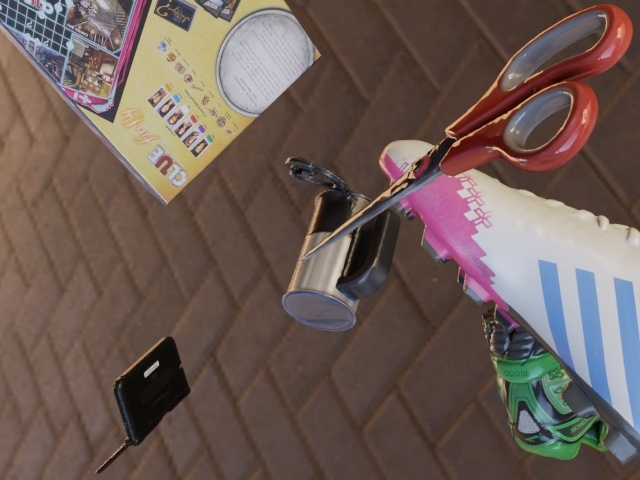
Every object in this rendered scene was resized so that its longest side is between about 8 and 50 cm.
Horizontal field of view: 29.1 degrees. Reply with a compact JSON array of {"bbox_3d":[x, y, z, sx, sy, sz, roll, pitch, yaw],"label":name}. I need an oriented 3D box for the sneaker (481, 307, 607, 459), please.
[{"bbox_3d":[0.264,0.119,1.192,0.134,0.343,0.146,-1,95,40],"label":"sneaker"}]

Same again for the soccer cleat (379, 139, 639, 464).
[{"bbox_3d":[0.191,0.021,0.956,0.143,0.116,0.331,-43,77,5],"label":"soccer cleat"}]

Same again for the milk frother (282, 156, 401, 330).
[{"bbox_3d":[0.000,0.000,1.318,0.129,0.143,0.135,-40,27,55],"label":"milk frother"}]

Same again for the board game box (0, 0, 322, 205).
[{"bbox_3d":[-0.123,-0.161,0.843,0.165,0.243,0.042,-44,40,-7],"label":"board game box"}]

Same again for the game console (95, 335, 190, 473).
[{"bbox_3d":[-0.199,0.175,1.319,0.071,0.122,0.107,-7,109,25],"label":"game console"}]

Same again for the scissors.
[{"bbox_3d":[0.082,-0.060,0.787,0.297,0.021,0.109,-25,42,55],"label":"scissors"}]
